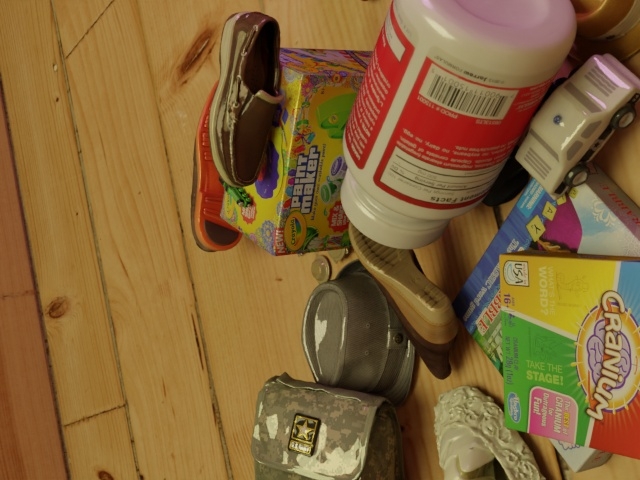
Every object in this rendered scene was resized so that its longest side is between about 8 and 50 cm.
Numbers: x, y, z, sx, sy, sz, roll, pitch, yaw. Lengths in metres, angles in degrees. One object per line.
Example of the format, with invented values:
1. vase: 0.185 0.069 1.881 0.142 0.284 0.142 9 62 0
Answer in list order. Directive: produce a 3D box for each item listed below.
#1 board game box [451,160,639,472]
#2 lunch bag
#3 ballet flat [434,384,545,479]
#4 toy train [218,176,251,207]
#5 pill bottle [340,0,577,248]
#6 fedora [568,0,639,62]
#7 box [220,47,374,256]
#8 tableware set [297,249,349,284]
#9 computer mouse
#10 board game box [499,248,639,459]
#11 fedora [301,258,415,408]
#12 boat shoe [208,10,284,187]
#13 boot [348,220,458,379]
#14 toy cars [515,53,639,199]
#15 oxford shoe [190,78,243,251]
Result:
1. board game box: 0.350 0.093 1.341 0.318 0.066 0.319 55 135 34
2. lunch bag: 0.012 0.376 1.680 0.235 0.169 0.287 6 114 34
3. ballet flat: 0.265 0.379 1.446 0.409 0.147 0.147 56 136 35
4. toy train: -0.136 -0.079 1.551 0.083 0.023 0.017 51 133 38
5. pill bottle: 0.162 -0.177 1.344 0.229 0.229 0.408 61 149 29
6. fedora: 0.350 -0.319 1.272 0.194 0.079 0.194 11 104 54
7. box: 0.013 -0.149 1.595 0.177 0.279 0.290 34 122 47
8. tableware set: 0.000 0.000 1.856 0.169 0.020 0.141 -51 53 46
9. computer mouse: 0.289 -0.139 1.415 0.071 0.041 0.242 59 137 32
10. board game box: 0.362 0.138 1.217 0.316 0.064 0.242 2 96 53
11. fedora: 0.049 0.172 1.721 0.243 0.124 0.276 25 115 51
12. boat shoe: -0.102 -0.203 1.431 0.095 0.095 0.258 11 103 47
13. boot: 0.126 0.089 1.558 0.248 0.090 0.207 52 163 32
14. toy cars: 0.388 -0.163 1.180 0.393 0.087 0.177 -11 76 44
15. oxford shoe: -0.216 -0.156 2.015 0.132 0.130 0.364 -13 67 64
